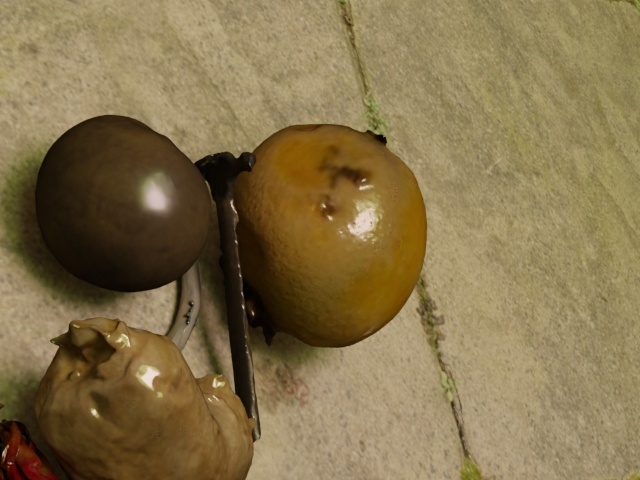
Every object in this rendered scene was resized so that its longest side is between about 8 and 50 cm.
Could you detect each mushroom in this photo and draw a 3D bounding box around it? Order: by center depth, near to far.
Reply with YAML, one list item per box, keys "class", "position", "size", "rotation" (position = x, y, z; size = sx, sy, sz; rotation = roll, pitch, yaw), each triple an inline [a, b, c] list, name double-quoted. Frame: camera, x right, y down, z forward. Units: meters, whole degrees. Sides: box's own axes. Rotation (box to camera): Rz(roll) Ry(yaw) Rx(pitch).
- class: "mushroom"
  position: [-0.153, 0.031, 1.185]
  size: [0.068, 0.043, 0.306]
  rotation: [3, 64, -25]

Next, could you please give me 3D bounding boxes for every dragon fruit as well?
- class: "dragon fruit"
  position: [-0.237, 0.217, 0.941]
  size: [0.094, 0.094, 0.190]
  rotation: [-14, 68, -50]

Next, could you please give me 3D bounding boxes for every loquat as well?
- class: "loquat"
  position: [0.000, 0.000, 1.229]
  size: [0.244, 0.244, 0.244]
  rotation: [26, 50, -34]

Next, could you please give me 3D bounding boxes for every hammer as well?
- class: "hammer"
  position: [-0.087, 0.060, 1.159]
  size: [0.027, 0.125, 0.297]
  rotation: [-10, 93, -39]

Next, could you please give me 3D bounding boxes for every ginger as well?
- class: "ginger"
  position: [-0.154, 0.166, 1.010]
  size: [0.267, 0.138, 0.152]
  rotation: [54, 34, -50]

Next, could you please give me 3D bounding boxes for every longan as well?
- class: "longan"
  position: [-0.187, -0.036, 1.095]
  size: [0.167, 0.167, 0.187]
  rotation: [26, 30, -34]
